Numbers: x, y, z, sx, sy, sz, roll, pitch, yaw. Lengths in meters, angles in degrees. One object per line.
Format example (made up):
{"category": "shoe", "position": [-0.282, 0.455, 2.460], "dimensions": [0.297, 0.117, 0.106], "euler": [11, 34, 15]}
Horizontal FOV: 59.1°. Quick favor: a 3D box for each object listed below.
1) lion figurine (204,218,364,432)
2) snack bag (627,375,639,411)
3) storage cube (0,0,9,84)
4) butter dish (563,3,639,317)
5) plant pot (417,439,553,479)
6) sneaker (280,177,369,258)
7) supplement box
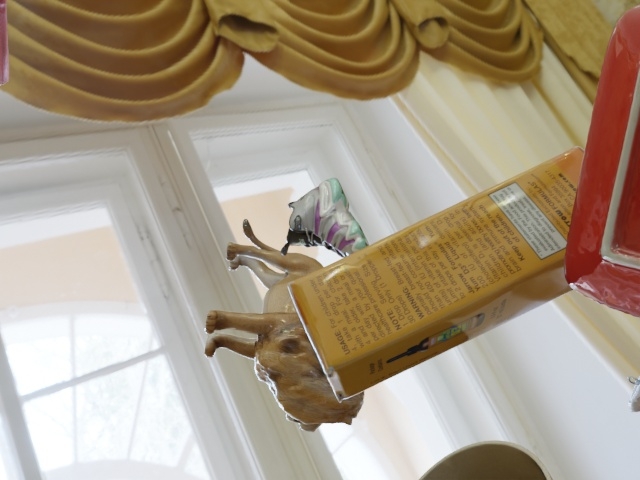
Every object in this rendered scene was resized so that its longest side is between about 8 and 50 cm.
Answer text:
{"category": "lion figurine", "position": [-0.047, 0.108, 0.908], "dimensions": [0.240, 0.392, 0.142], "euler": [9, -47, -5]}
{"category": "snack bag", "position": [0.593, 0.160, 0.764], "dimensions": [0.323, 0.037, 0.342], "euler": [-15, -36, 9]}
{"category": "storage cube", "position": [-0.284, -0.153, 0.246], "dimensions": [0.193, 0.215, 0.183], "euler": [-38, 3, -32]}
{"category": "butter dish", "position": [0.226, -0.031, 0.274], "dimensions": [0.118, 0.160, 0.160], "euler": [-1, 13, -33]}
{"category": "plant pot", "position": [0.272, 0.467, 0.764], "dimensions": [0.256, 0.274, 0.256], "euler": [-38, 13, 11]}
{"category": "sneaker", "position": [0.000, 0.000, 0.457], "dimensions": [0.069, 0.098, 0.038], "euler": [-26, -40, 5]}
{"category": "supplement box", "position": [0.099, 0.024, 0.399], "dimensions": [0.233, 0.080, 0.078], "euler": [-26, -32, -7]}
